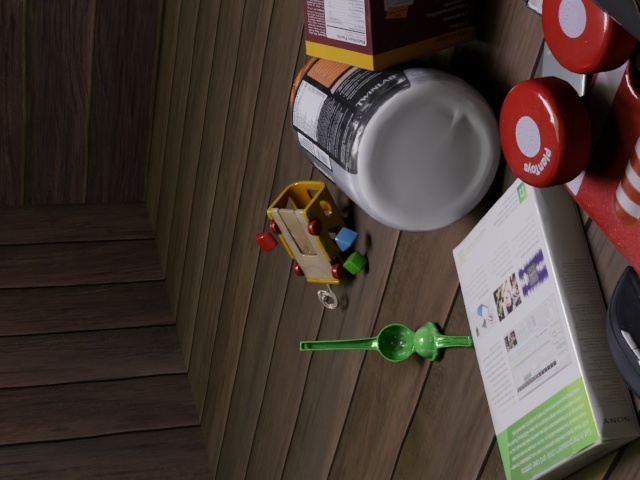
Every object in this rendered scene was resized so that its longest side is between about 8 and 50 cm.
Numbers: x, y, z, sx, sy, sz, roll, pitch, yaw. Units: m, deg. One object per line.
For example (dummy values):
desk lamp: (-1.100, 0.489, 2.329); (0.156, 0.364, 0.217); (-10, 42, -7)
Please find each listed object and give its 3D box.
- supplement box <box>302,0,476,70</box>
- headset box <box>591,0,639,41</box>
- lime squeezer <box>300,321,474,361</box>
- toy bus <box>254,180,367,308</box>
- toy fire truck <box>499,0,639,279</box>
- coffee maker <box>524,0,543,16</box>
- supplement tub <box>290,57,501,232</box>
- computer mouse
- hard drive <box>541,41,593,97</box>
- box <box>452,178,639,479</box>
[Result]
supplement box: (0.087, -0.337, 1.463); (0.129, 0.191, 0.194); (23, 125, 45)
headset box: (0.276, -0.277, 0.843); (0.110, 0.293, 0.218); (48, -170, -38)
lime squeezer: (0.122, 0.142, 1.675); (0.310, 0.110, 0.058); (-5, 69, 42)
toy bus: (-0.001, -0.009, 1.998); (0.104, 0.191, 0.202); (-52, -5, -34)
toy fire truck: (0.305, -0.106, 0.986); (0.254, 0.169, 0.302); (57, 147, 38)
coffee maker: (0.272, -0.291, 1.113); (0.171, 0.120, 0.178); (-113, 27, -46)
supplement tub: (0.084, -0.154, 1.563); (0.338, 0.207, 0.207); (-132, 43, -64)
computer mouse: (0.297, 0.123, 1.033); (0.184, 0.060, 0.262); (44, -155, -52)
hard drive: (0.273, -0.149, 1.283); (0.094, 0.022, 0.135); (-141, 51, -67)
box: (0.250, 0.108, 1.340); (0.232, 0.058, 0.322); (123, 142, -60)
